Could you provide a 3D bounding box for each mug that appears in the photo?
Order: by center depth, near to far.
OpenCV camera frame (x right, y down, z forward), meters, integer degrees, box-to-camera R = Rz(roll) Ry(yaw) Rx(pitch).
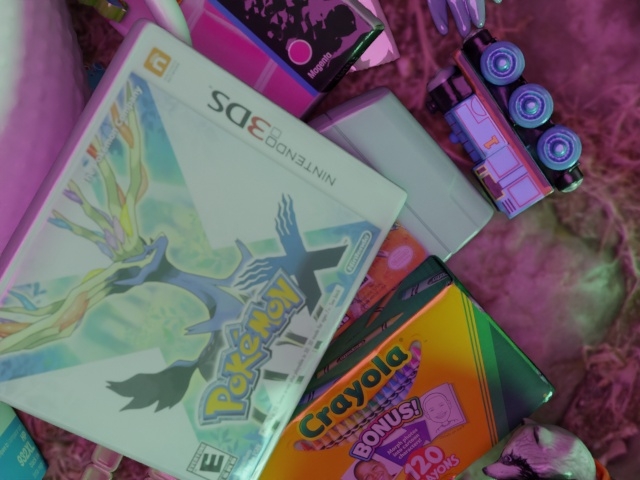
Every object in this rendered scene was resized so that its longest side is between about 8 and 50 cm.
[{"bbox_3d":[-0.295,-0.133,0.953,0.374,0.276,0.328,-17,104,5],"label":"mug"}]

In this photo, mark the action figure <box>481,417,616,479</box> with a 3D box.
[{"bbox_3d":[0.190,0.327,1.020,0.341,0.178,0.330,2,96,24],"label":"action figure"}]

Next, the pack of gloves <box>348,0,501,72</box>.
[{"bbox_3d":[0.068,-0.300,1.078,0.195,0.046,0.232,-14,103,6],"label":"pack of gloves"}]

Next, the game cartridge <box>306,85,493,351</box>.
[{"bbox_3d":[0.000,0.000,1.062,0.297,0.062,0.198,-42,112,6],"label":"game cartridge"}]

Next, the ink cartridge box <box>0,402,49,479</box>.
[{"bbox_3d":[-0.456,0.174,1.078,0.223,0.129,0.307,-28,100,7],"label":"ink cartridge box"}]

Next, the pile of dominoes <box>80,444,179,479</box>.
[{"bbox_3d":[-0.173,0.313,1.142,0.196,0.040,0.251,27,104,2],"label":"pile of dominoes"}]

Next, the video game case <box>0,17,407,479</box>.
[{"bbox_3d":[-0.111,0.029,0.932,0.300,0.036,0.329,31,84,-28],"label":"video game case"}]

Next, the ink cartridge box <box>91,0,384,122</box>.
[{"bbox_3d":[-0.131,-0.266,1.064,0.371,0.069,0.176,43,108,3],"label":"ink cartridge box"}]

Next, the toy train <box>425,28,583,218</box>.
[{"bbox_3d":[0.179,-0.114,1.056,0.105,0.080,0.184,-34,91,12],"label":"toy train"}]

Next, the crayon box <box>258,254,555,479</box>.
[{"bbox_3d":[0.066,0.169,1.056,0.278,0.081,0.165,-42,110,6],"label":"crayon box"}]

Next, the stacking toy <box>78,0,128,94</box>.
[{"bbox_3d":[-0.197,-0.125,1.065,0.221,0.052,0.167,44,120,1],"label":"stacking toy"}]
